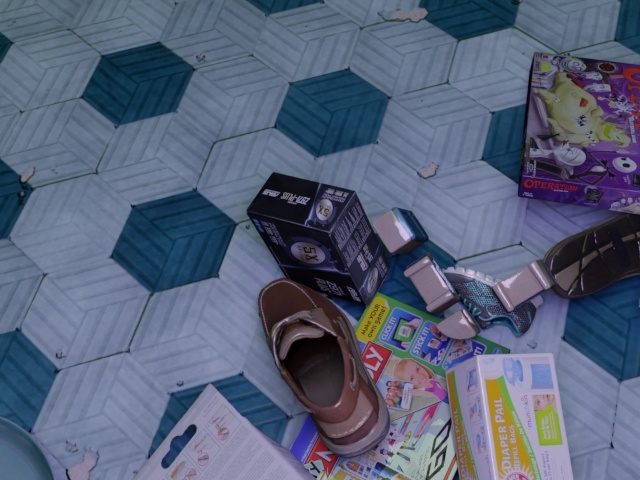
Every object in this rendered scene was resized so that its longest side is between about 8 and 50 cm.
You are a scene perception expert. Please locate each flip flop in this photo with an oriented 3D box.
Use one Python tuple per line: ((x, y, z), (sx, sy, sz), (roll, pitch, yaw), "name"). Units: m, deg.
((0.434, 0.019, 1.354), (0.277, 0.080, 0.112), (-18, 87, -19), "flip flop")

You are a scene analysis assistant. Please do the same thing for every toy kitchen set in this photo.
((0.204, 0.018, 1.298), (0.166, 0.122, 0.207), (-34, 81, 12), "toy kitchen set")

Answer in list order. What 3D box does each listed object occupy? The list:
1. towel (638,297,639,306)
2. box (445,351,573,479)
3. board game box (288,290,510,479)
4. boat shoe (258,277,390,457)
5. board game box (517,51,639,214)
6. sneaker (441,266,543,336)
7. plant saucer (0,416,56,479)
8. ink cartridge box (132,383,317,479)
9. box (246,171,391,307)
((0.599, 0.091, 1.294), (0.282, 0.049, 0.187), (32, 65, 5), "towel")
((0.242, 0.254, 1.186), (0.114, 0.103, 0.203), (0, 71, -17), "box")
((0.101, 0.246, 1.270), (0.213, 0.046, 0.317), (23, 64, 15), "board game box")
((-0.010, 0.144, 1.249), (0.123, 0.116, 0.324), (-37, 41, -2), "boat shoe")
((0.422, -0.175, 1.436), (0.208, 0.056, 0.347), (12, 44, 5), "board game box")
((0.235, 0.090, 1.344), (0.166, 0.065, 0.076), (15, 70, 16), "sneaker")
((-0.499, 0.384, 1.228), (0.317, 0.044, 0.318), (-1, 60, 2), "plant saucer")
((-0.124, 0.330, 1.211), (0.189, 0.066, 0.232), (-51, 46, -2), "ink cartridge box")
((0.000, 0.000, 1.319), (0.147, 0.180, 0.077), (16, 60, 33), "box")
